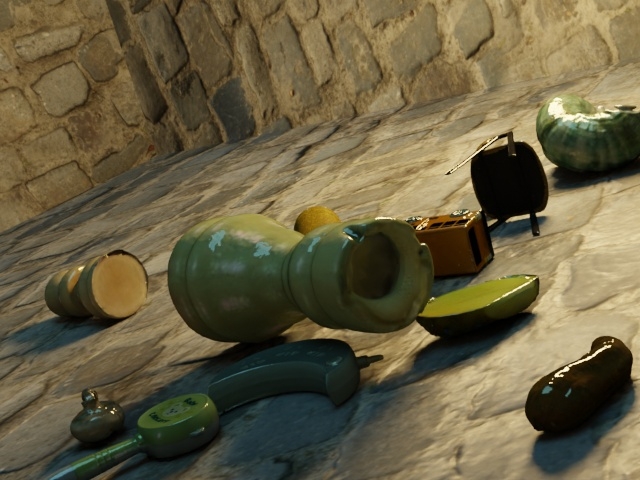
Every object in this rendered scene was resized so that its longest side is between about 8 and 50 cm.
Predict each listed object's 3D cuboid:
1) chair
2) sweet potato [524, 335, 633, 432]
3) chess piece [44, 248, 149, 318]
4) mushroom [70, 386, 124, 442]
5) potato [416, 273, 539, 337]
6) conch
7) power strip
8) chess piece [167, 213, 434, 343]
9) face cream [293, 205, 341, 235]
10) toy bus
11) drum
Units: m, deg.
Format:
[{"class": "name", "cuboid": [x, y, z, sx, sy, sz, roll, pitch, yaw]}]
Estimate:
[{"class": "chair", "cuboid": [0.345, -0.109, 2.173, 0.172, 0.159, 0.247, -12, 16, 28]}, {"class": "sweet potato", "cuboid": [0.321, 0.161, 1.358, 0.081, 0.062, 0.233, -6, 14, 42]}, {"class": "chess piece", "cuboid": [-0.490, 0.105, 2.414, 0.142, 0.143, 0.261, -29, 12, -40]}, {"class": "mushroom", "cuboid": [-0.339, 0.260, 1.704, 0.085, 0.079, 0.085, -13, 14, 3]}, {"class": "potato", "cuboid": [0.237, 0.103, 1.696, 0.198, 0.054, 0.119, -20, 13, -23]}, {"class": "conch", "cuboid": [0.555, -0.224, 2.379, 0.220, 0.195, 0.277, -9, -14, -24]}, {"class": "power strip", "cuboid": [-0.031, 0.194, 1.653, 0.253, 0.054, 0.167, -11, 16, 27]}, {"class": "chess piece", "cuboid": [-0.030, 0.056, 1.783, 0.234, 0.234, 0.442, -27, 14, -36]}, {"class": "face cream", "cuboid": [0.000, 0.000, 2.266, 0.105, 0.105, 0.349, -17, 14, 0]}, {"class": "toy bus", "cuboid": [0.192, 0.013, 2.006, 0.201, 0.098, 0.114, -7, 16, 30]}, {"class": "drum", "cuboid": [-0.246, 0.286, 1.555, 0.253, 0.049, 0.130, -29, 18, -39]}]
